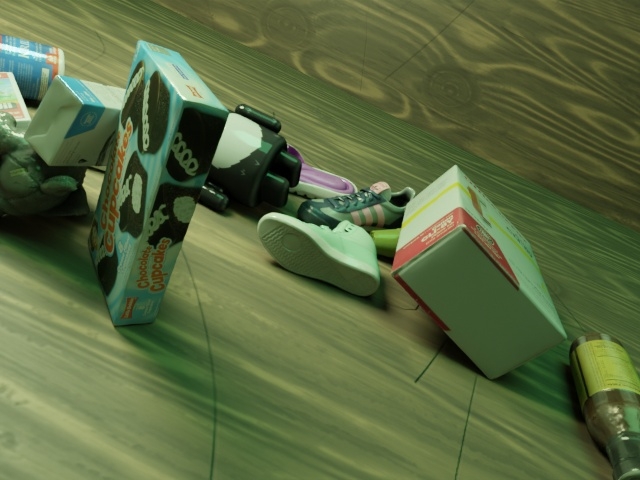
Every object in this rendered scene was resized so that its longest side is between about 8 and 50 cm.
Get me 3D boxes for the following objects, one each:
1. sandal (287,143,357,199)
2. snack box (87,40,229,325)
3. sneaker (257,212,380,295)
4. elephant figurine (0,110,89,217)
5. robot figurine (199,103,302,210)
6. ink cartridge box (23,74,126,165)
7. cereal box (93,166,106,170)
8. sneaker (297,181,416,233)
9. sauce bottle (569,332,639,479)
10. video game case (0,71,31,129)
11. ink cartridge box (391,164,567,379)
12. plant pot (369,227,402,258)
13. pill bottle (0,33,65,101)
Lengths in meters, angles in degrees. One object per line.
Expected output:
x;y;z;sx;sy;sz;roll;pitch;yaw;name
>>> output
-0.092;-0.200;1.201;0.417;0.102;0.169;15;29;-18;sandal
-0.229;-0.069;0.625;0.060;0.321;0.187;3;34;-40;snack box
0.000;0.001;0.933;0.256;0.094;0.151;29;32;-13;sneaker
-0.426;-0.119;0.757;0.185;0.170;0.239;56;13;-2;elephant figurine
-0.180;-0.179;1.016;0.278;0.173;0.209;27;28;4;robot figurine
-0.311;-0.164;0.687;0.060;0.104;0.180;44;20;9;ink cartridge box
-0.435;-0.199;0.981;0.240;0.047;0.173;18;28;-12;cereal box
0.094;-0.088;1.125;0.319;0.131;0.112;0;37;-38;sneaker
0.514;0.294;0.828;0.112;0.111;0.344;28;30;7;sauce bottle
-0.639;-0.240;0.832;0.204;0.025;0.285;-15;39;-30;video game case
0.307;0.036;0.965;0.279;0.160;0.384;45;26;-8;ink cartridge box
0.152;0.006;1.078;0.079;0.083;0.083;6;32;-11;plant pot
-0.675;-0.373;1.009;0.222;0.124;0.124;2;36;-37;pill bottle
